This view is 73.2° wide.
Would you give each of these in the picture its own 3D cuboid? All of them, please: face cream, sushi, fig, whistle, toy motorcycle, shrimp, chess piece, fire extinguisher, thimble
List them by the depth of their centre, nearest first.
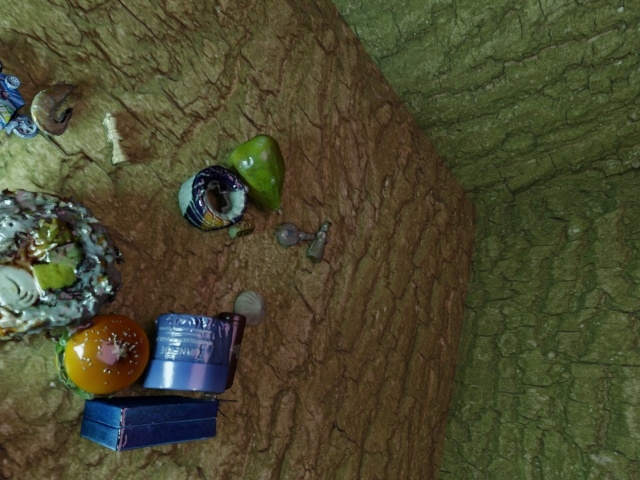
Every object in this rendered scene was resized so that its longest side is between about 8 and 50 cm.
[{"bbox_3d":[-0.711,0.063,1.108,0.417,0.176,0.417,19,56,-31],"label":"sushi"},{"bbox_3d":[-0.871,-0.382,1.142,0.135,0.092,0.254,-39,111,-44],"label":"toy motorcycle"},{"bbox_3d":[-0.767,-0.391,1.266,0.223,0.047,0.126,-81,168,-46],"label":"shrimp"},{"bbox_3d":[-0.407,0.353,1.345,0.249,0.249,0.225,22,61,-42],"label":"face cream"},{"bbox_3d":[-0.659,-0.326,1.384,0.060,0.060,0.172,-16,90,-48],"label":"chess piece"},{"bbox_3d":[-0.325,0.433,1.506,0.138,0.102,0.344,14,67,-15],"label":"fire extinguisher"},{"bbox_3d":[-0.382,-0.151,1.568,0.237,0.150,0.237,16,67,-44],"label":"thimble"},{"bbox_3d":[-0.241,-0.251,1.690,0.233,0.233,0.314,-9,92,-48],"label":"fig"},{"bbox_3d":[-0.109,-0.023,1.896,0.220,0.057,0.107,7,75,-48],"label":"whistle"}]

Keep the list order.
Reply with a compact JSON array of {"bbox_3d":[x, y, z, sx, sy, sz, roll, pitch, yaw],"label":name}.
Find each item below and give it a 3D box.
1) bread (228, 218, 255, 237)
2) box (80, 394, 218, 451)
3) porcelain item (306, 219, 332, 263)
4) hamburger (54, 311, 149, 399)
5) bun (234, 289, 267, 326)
[{"bbox_3d":[-0.304,-0.049,1.691,0.110,0.060,0.066,-16,108,-47],"label":"bread"},{"bbox_3d":[-0.480,0.504,1.216,0.279,0.261,0.116,15,69,-44],"label":"box"},{"bbox_3d":[0.000,0.000,2.006,0.084,0.054,0.213,43,53,-35],"label":"porcelain item"},{"bbox_3d":[-0.600,0.318,1.203,0.246,0.170,0.246,17,67,-46],"label":"hamburger"},{"bbox_3d":[-0.254,0.259,1.645,0.138,0.094,0.138,9,78,-46],"label":"bun"}]
